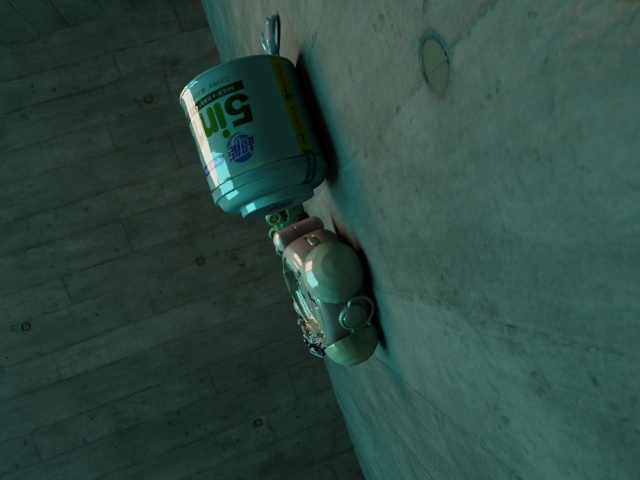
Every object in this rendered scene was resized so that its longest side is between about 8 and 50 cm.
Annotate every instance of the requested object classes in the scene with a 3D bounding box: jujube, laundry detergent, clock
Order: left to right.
[{"bbox_3d":[-0.144,-0.222,1.130,0.287,0.286,0.306,140,111,-82],"label":"laundry detergent"},{"bbox_3d":[0.011,0.399,2.090,0.236,0.168,0.168,37,148,50],"label":"jujube"},{"bbox_3d":[0.020,0.128,1.254,0.326,0.183,0.343,49,162,60],"label":"clock"}]

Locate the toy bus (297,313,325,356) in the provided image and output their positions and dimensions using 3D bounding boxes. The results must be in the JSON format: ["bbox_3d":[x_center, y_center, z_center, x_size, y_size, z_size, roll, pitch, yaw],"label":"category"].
[{"bbox_3d":[-0.015,0.445,2.385,0.116,0.133,0.234,10,124,46],"label":"toy bus"}]

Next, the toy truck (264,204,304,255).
[{"bbox_3d":[-0.144,-0.079,1.947,0.155,0.156,0.279,-120,13,-55],"label":"toy truck"}]

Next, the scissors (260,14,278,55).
[{"bbox_3d":[-0.129,-0.517,1.254,0.256,0.030,0.125,-178,68,-84],"label":"scissors"}]

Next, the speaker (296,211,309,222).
[{"bbox_3d":[-0.045,-0.011,1.849,0.046,0.040,0.191,-125,18,-67],"label":"speaker"}]
